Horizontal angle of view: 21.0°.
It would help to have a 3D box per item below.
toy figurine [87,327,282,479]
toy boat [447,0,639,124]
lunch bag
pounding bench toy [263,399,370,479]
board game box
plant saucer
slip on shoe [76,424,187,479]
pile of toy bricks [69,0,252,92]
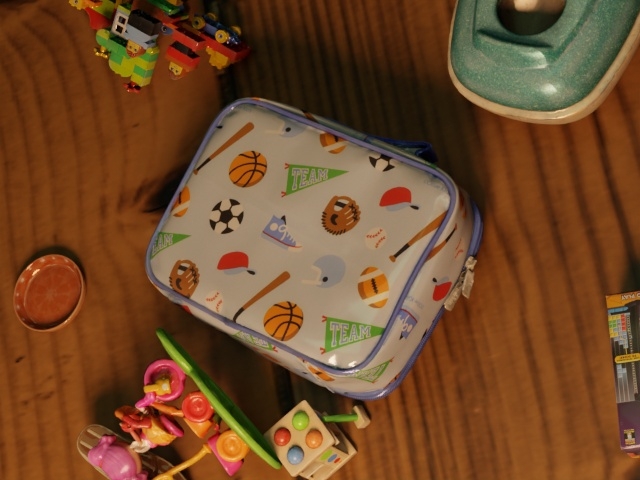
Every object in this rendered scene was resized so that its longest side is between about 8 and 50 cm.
[{"bbox_3d":[-0.151,0.196,1.602,0.159,0.130,0.173,-41,88,-1],"label":"toy figurine"},{"bbox_3d":[0.273,-0.230,1.577,0.318,0.148,0.267,12,77,27],"label":"toy boat"},{"bbox_3d":[0.000,0.000,1.638,0.303,0.115,0.243,24,81,29],"label":"lunch bag"},{"bbox_3d":[0.001,0.178,1.600,0.083,0.065,0.052,-41,61,5],"label":"pounding bench toy"},{"bbox_3d":[0.339,0.106,1.490,0.170,0.048,0.141,-11,67,20],"label":"board game box"},{"bbox_3d":[-0.280,0.056,1.793,0.084,0.013,0.083,-8,69,21],"label":"plant saucer"},{"bbox_3d":[-0.177,0.227,1.676,0.135,0.041,0.051,31,76,10],"label":"slip on shoe"},{"bbox_3d":[-0.189,-0.208,1.806,0.212,0.118,0.105,31,118,20],"label":"pile of toy bricks"}]
